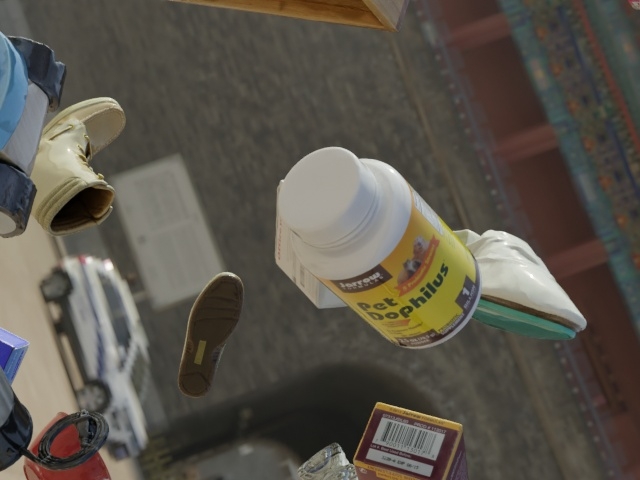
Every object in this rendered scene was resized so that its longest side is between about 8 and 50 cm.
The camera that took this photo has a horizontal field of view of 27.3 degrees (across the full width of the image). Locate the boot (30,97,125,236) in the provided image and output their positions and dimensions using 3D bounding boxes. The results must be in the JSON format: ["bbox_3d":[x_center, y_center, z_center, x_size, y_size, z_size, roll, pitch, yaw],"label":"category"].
[{"bbox_3d":[-0.371,-0.116,2.054,0.203,0.262,0.095,30,-38,38],"label":"boot"}]

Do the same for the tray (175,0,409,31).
[{"bbox_3d":[-0.119,-0.334,1.498,0.203,0.411,0.076,34,70,-62],"label":"tray"}]

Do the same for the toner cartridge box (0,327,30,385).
[{"bbox_3d":[-0.687,0.174,2.235,0.348,0.165,0.075,26,7,6],"label":"toner cartridge box"}]

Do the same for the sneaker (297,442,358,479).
[{"bbox_3d":[0.044,0.441,2.218,0.129,0.111,0.297,54,4,-10],"label":"sneaker"}]

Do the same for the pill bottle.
[{"bbox_3d":[0.052,0.006,1.183,0.215,0.117,0.117,42,15,-46],"label":"pill bottle"}]

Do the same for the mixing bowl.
[{"bbox_3d":[-0.439,0.391,2.229,0.181,0.098,0.181,40,-35,35],"label":"mixing bowl"}]

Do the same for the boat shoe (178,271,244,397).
[{"bbox_3d":[-0.159,0.126,1.871,0.072,0.068,0.190,-89,-158,-74],"label":"boat shoe"}]

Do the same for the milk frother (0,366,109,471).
[{"bbox_3d":[-0.274,0.143,1.154,0.129,0.143,0.134,57,-15,34],"label":"milk frother"}]

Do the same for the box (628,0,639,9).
[{"bbox_3d":[0.395,-0.286,1.200,0.128,0.257,0.122,27,75,-54],"label":"box"}]

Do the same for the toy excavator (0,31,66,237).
[{"bbox_3d":[-0.567,-0.195,1.466,0.445,0.433,0.222,50,44,-55],"label":"toy excavator"}]

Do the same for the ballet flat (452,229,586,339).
[{"bbox_3d":[0.193,0.046,1.687,0.400,0.139,0.139,-1,-70,59],"label":"ballet flat"}]

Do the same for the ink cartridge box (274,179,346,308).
[{"bbox_3d":[0.000,0.000,1.949,0.190,0.082,0.139,-134,-137,-63],"label":"ink cartridge box"}]

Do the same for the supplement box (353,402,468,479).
[{"bbox_3d":[0.108,0.275,1.508,0.188,0.104,0.080,77,33,-52],"label":"supplement box"}]
